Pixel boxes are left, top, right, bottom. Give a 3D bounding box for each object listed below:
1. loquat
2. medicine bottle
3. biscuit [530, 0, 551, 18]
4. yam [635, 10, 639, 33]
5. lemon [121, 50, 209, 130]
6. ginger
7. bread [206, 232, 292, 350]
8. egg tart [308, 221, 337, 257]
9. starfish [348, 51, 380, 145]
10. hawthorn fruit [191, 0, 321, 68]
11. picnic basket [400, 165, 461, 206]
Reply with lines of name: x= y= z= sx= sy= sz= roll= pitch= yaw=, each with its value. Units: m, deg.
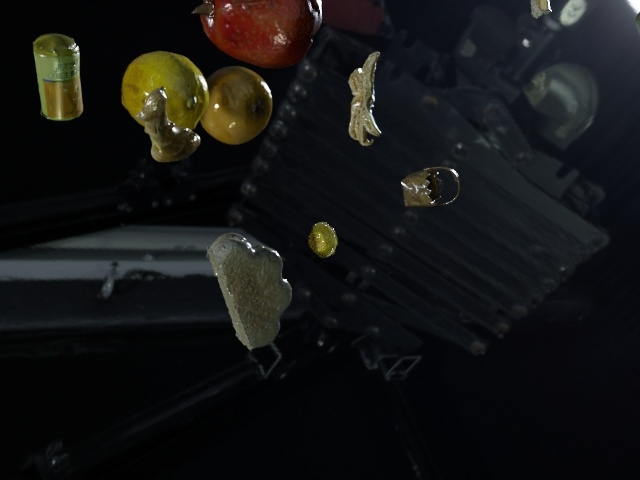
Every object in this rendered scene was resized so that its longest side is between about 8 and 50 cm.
loquat: x=-0.290 y=-0.459 z=2.248 sx=0.263 sy=0.263 sz=0.263 roll=18 pitch=-138 yaw=-17
medicine bottle: x=-0.750 y=-0.471 z=1.889 sx=0.124 sy=0.238 sz=0.124 roll=7 pitch=-143 yaw=-5
biscuit: x=0.569 y=-0.672 z=1.735 sx=0.040 sy=0.188 sz=0.265 roll=-11 pitch=-128 yaw=14
yam: x=0.692 y=-0.468 z=1.273 sx=0.093 sy=0.093 sz=0.259 roll=41 pitch=-178 yaw=10
lemon: x=-0.444 y=-0.421 z=1.879 sx=0.288 sy=0.233 sz=0.234 roll=21 pitch=-151 yaw=36
ginger: x=-0.376 y=-0.277 z=1.637 sx=0.131 sy=0.294 sz=0.086 roll=-15 pitch=-109 yaw=-7
bread: x=-0.176 y=0.122 z=1.753 sx=0.183 sy=0.337 sz=0.102 roll=-29 pitch=-151 yaw=-26
egg tart: x=0.000 y=0.000 z=1.813 sx=0.039 sy=0.105 sz=0.105 roll=-17 pitch=-120 yaw=-47
starfish: x=0.112 y=-0.369 z=1.703 sx=0.071 sy=0.238 sz=0.216 roll=2 pitch=-148 yaw=-24
hawthorn fruit: x=-0.087 y=-0.355 z=1.013 sx=0.179 sy=0.173 sz=0.173 roll=28 pitch=-141 yaw=-16
picnic basket: x=0.359 y=-0.172 z=2.103 sx=0.138 sy=0.179 sz=0.127 roll=-40 pitch=-64 yaw=-59
